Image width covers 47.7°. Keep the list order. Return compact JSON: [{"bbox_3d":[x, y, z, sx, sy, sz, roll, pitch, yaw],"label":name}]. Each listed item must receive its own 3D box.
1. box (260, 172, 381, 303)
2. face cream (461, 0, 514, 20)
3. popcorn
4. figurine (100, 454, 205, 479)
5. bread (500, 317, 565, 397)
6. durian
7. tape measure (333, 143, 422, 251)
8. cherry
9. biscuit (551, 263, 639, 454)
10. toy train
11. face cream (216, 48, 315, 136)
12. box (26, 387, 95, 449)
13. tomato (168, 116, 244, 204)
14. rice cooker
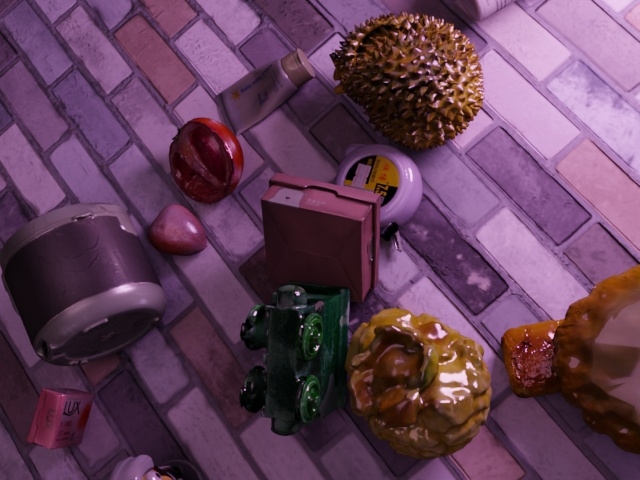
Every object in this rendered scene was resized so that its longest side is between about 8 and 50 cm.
[{"bbox_3d":[0.000,0.000,1.362,0.215,0.215,0.086,14,41,18],"label":"box"},{"bbox_3d":[0.440,-0.585,1.412,0.369,0.145,0.145,-29,72,6],"label":"face cream"},{"bbox_3d":[0.160,0.245,1.249,0.257,0.270,0.224,27,114,-10],"label":"popcorn"},{"bbox_3d":[-0.303,0.479,1.319,0.133,0.236,0.176,-36,70,4],"label":"figurine"},{"bbox_3d":[0.456,0.187,1.262,0.270,0.077,0.139,-13,71,15],"label":"bread"},{"bbox_3d":[0.171,-0.315,1.380,0.293,0.258,0.258,40,90,31],"label":"durian"},{"bbox_3d":[0.110,-0.091,1.413,0.178,0.105,0.196,18,82,26],"label":"tape measure"},{"bbox_3d":[-0.301,-0.023,1.514,0.126,0.087,0.106,10,84,20],"label":"cherry"},{"bbox_3d":[0.551,0.198,1.145,0.329,0.078,0.335,-38,69,14],"label":"biscuit"},{"bbox_3d":[-0.045,0.206,1.301,0.145,0.202,0.266,5,97,25],"label":"toy train"},{"bbox_3d":[-0.122,-0.321,1.553,0.224,0.070,0.114,-28,71,17],"label":"face cream"},{"bbox_3d":[-0.518,0.354,1.454,0.060,0.156,0.111,11,81,6],"label":"box"},{"bbox_3d":[-0.226,-0.173,1.528,0.173,0.099,0.189,53,135,5],"label":"tomato"},{"bbox_3d":[-0.472,0.082,1.440,0.288,0.288,0.277,-34,71,6],"label":"rice cooker"}]
